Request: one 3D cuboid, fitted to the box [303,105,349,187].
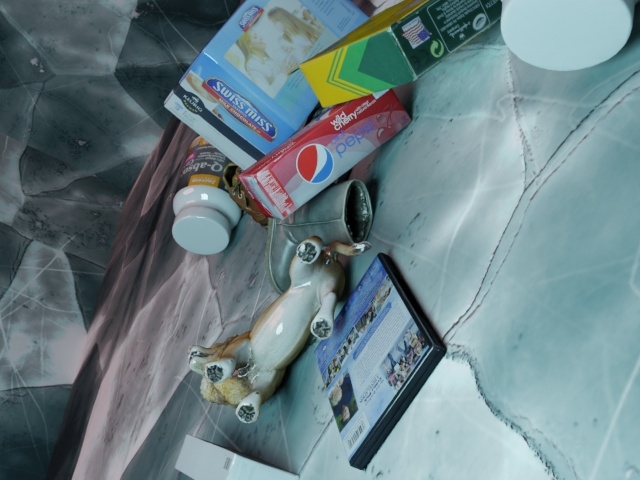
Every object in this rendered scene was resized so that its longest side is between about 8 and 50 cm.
[{"bbox_3d":[0.000,-0.145,1.456,0.183,0.059,0.232,-14,52,65],"label":"box"}]

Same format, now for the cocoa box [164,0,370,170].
[{"bbox_3d":[-0.100,-0.355,1.600,0.228,0.231,0.347,-31,24,56],"label":"cocoa box"}]

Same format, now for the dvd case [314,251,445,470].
[{"bbox_3d":[0.065,0.140,1.011,0.180,0.022,0.253,-58,21,15],"label":"dvd case"}]

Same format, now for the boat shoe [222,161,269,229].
[{"bbox_3d":[-0.144,-0.102,1.691,0.110,0.104,0.307,-63,20,1],"label":"boat shoe"}]

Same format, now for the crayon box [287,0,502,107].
[{"bbox_3d":[0.106,-0.290,1.177,0.202,0.081,0.318,-37,17,-21],"label":"crayon box"}]

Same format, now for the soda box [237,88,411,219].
[{"bbox_3d":[0.006,-0.141,1.237,0.263,0.083,0.092,-38,16,-14],"label":"soda box"}]

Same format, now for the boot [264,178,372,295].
[{"bbox_3d":[-0.002,0.001,1.273,0.208,0.076,0.189,1,98,46],"label":"boot"}]

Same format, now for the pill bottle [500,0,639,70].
[{"bbox_3d":[0.271,-0.334,0.853,0.169,0.169,0.301,-34,36,54],"label":"pill bottle"}]

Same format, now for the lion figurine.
[{"bbox_3d":[-0.054,0.120,1.194,0.392,0.142,0.240,-44,1,13],"label":"lion figurine"}]

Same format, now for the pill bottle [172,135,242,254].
[{"bbox_3d":[-0.258,-0.113,1.905,0.162,0.162,0.278,-45,27,42],"label":"pill bottle"}]

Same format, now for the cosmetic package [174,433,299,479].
[{"bbox_3d":[-0.126,0.331,1.146,0.239,0.099,0.060,-15,55,65],"label":"cosmetic package"}]
